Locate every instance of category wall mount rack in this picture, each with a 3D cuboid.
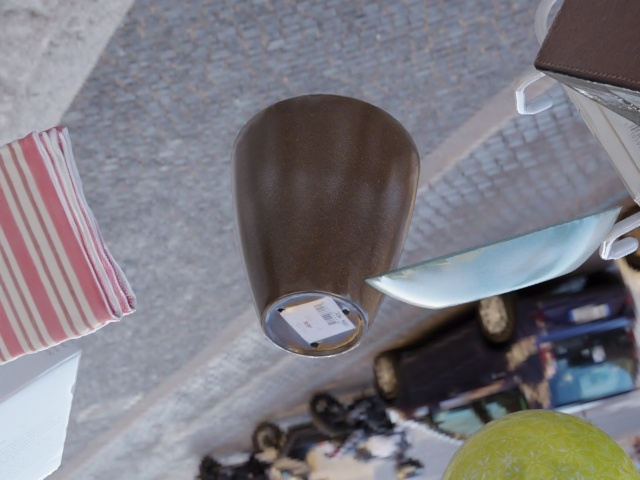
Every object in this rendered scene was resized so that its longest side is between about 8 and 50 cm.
[{"bbox_3d":[0.389,-0.143,1.164,0.304,0.350,0.130,-27,158,4],"label":"wall mount rack"}]

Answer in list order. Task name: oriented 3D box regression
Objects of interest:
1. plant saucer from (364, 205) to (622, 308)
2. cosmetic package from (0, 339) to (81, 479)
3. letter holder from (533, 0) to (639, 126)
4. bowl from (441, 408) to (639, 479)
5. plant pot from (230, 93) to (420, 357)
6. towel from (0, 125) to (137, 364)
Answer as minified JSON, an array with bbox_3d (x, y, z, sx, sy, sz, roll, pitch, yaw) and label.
[{"bbox_3d":[0.130,0.018,0.799,0.195,0.037,0.195,-17,177,-1],"label":"plant saucer"},{"bbox_3d":[-0.357,0.165,1.099,0.151,0.151,0.183,-33,150,-49],"label":"cosmetic package"},{"bbox_3d":[0.332,-0.170,0.761,0.152,0.214,0.302,22,-174,-28],"label":"letter holder"},{"bbox_3d":[0.266,0.368,1.391,0.289,0.289,0.156,-21,169,23],"label":"bowl"},{"bbox_3d":[0.000,0.000,1.151,0.215,0.230,0.215,2,137,2],"label":"plant pot"},{"bbox_3d":[-0.225,0.012,0.797,0.197,0.144,0.029,-21,-178,37],"label":"towel"}]
